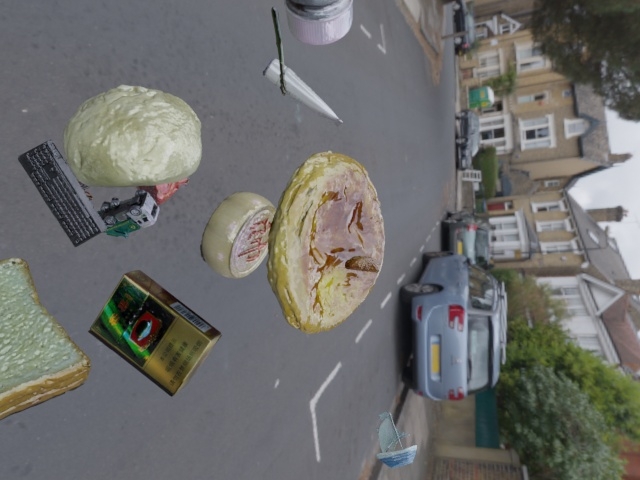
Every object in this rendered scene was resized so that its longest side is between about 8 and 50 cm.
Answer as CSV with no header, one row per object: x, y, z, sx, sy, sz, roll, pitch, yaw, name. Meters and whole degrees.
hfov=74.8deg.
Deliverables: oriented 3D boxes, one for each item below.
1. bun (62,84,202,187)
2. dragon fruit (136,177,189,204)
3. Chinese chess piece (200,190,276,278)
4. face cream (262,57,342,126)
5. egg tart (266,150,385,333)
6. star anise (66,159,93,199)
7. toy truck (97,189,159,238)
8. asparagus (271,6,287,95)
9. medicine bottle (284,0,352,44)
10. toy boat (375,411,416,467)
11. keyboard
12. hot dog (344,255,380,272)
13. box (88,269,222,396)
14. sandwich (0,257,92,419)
-0.482,-0.279,1.091,0.352,0.349,0.227,-24,126,-36,bun
-0.684,-0.247,1.862,0.211,0.262,0.134,-29,124,-27,dragon fruit
-0.242,-0.016,1.276,0.270,0.112,0.270,-55,161,-30,Chinese chess piece
-0.041,-0.390,1.126,0.058,0.243,0.092,-53,-171,5,face cream
0.000,0.000,1.030,0.443,0.178,0.443,-15,109,-51,egg tart
-0.985,-0.235,1.680,0.097,0.070,0.191,-14,94,-27,star anise
-0.654,-0.079,1.421,0.116,0.216,0.110,60,17,-45,toy truck
-0.068,-0.314,0.710,0.013,0.016,0.166,-47,158,-23,asparagus
-0.010,-0.560,0.848,0.273,0.165,0.165,82,14,-65,medicine bottle
0.184,0.535,1.119,0.105,0.149,0.034,-27,136,-20,toy boat
-0.487,-0.088,0.789,0.196,0.074,0.015,61,3,-6,keyboard
0.100,0.055,0.991,0.058,0.083,0.035,149,-52,-81,hot dog
-0.356,0.197,0.905,0.159,0.240,0.071,-56,175,11,box
-0.577,0.176,0.701,0.273,0.095,0.249,47,38,16,sandwich
